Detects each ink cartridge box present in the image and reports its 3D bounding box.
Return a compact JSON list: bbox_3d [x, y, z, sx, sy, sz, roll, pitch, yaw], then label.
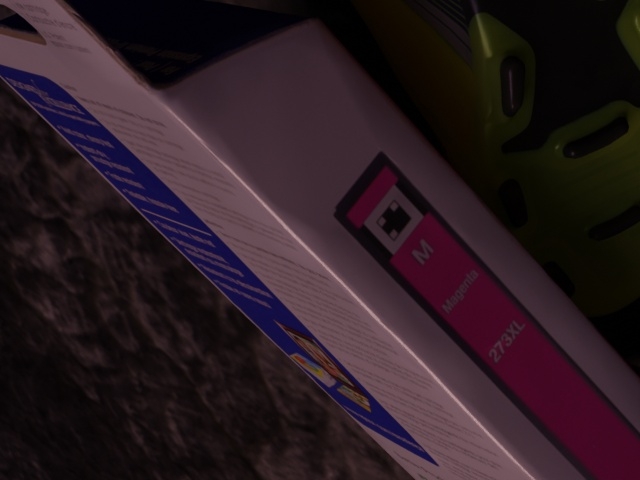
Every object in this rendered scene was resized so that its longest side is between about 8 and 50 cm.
[{"bbox_3d":[0.000,0.000,0.693,0.371,0.069,0.175,43,168,-30],"label":"ink cartridge box"}]

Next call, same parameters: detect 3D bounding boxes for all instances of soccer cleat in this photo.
[{"bbox_3d":[0.048,-0.100,0.672,0.289,0.093,0.121,58,172,-26],"label":"soccer cleat"}]
